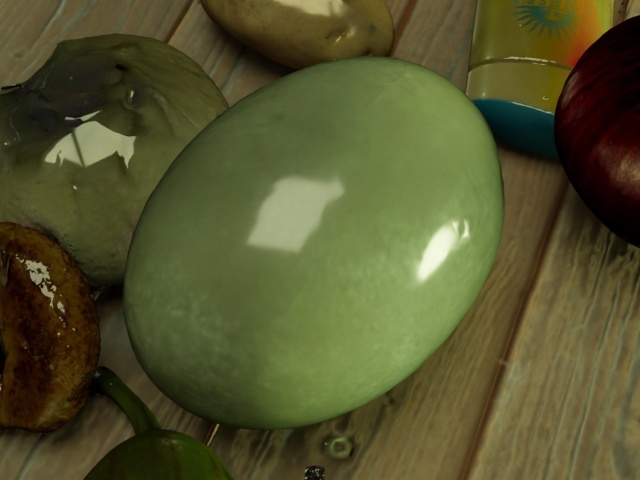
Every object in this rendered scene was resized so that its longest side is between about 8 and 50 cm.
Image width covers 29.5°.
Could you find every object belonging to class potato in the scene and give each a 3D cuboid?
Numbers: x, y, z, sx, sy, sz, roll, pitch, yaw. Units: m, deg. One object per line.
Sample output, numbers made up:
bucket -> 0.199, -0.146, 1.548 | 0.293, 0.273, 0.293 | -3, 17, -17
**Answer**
potato -> -0.033, -0.253, 1.234 | 0.161, 0.128, 0.235 | -27, 63, -9

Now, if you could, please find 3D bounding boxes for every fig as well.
fig -> -0.131, 0.199, 0.962 | 0.151, 0.151, 0.259 | -11, 29, -3

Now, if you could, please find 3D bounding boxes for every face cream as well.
face cream -> 0.222, -0.206, 1.216 | 0.139, 0.067, 0.285 | 9, 57, 3

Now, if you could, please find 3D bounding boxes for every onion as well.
onion -> 0.340, -0.108, 1.015 | 0.273, 0.285, 0.273 | 3, 51, -3

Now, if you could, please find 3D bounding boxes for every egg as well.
egg -> 0.000, 0.000, 0.982 | 0.258, 0.258, 0.352 | 31, 64, 23

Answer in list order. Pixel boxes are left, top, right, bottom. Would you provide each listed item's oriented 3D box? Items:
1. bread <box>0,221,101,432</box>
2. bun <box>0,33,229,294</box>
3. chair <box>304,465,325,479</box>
bread -> -0.260, 0.073, 1.021 | 0.193, 0.193, 0.064 | 34, 22, 24
bun -> -0.201, -0.086, 1.113 | 0.273, 0.168, 0.273 | -4, 48, 5
chair -> 0.029, 0.293, 0.870 | 0.113, 0.106, 0.229 | 5, 56, 7
